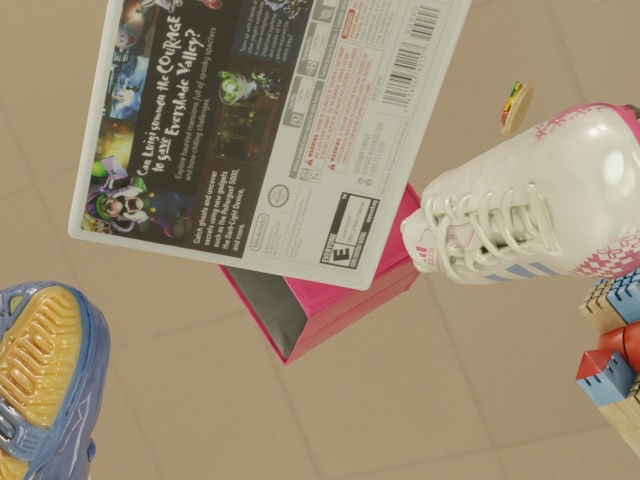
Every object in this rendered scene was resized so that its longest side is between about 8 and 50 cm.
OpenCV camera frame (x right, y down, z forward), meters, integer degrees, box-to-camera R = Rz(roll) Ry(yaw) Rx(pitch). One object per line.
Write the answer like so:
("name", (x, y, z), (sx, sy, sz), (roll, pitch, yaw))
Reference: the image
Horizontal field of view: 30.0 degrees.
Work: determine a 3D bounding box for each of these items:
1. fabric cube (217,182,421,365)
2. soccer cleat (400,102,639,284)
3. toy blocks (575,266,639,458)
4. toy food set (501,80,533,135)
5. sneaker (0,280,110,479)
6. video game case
("fabric cube", (0.000, 0.000, 1.871), (0.254, 0.258, 0.259), (57, 160, 13))
("soccer cleat", (0.139, -0.013, 0.854), (0.143, 0.331, 0.116), (-17, 86, -6))
("toy blocks", (0.466, 0.129, 1.613), (0.261, 0.381, 0.190), (49, 139, -11))
("toy food set", (0.270, -0.183, 1.644), (0.020, 0.083, 0.083), (27, 97, 17))
("sneaker", (-0.166, 0.159, 0.650), (0.112, 0.131, 0.296), (38, 108, 45))
("video game case", (-0.031, -0.067, 0.621), (0.173, 0.022, 0.190), (11, 123, -11))
